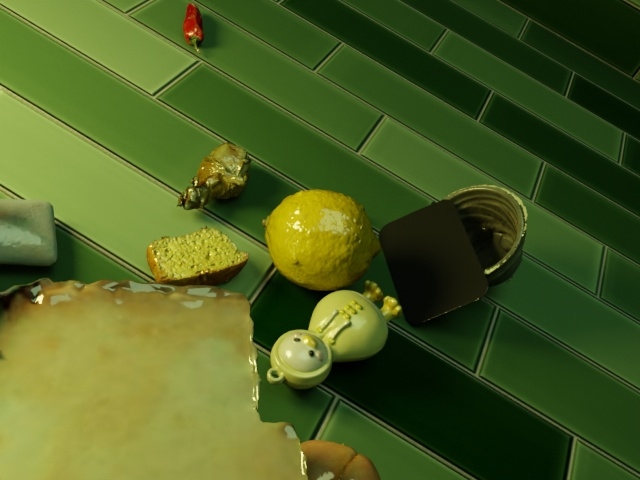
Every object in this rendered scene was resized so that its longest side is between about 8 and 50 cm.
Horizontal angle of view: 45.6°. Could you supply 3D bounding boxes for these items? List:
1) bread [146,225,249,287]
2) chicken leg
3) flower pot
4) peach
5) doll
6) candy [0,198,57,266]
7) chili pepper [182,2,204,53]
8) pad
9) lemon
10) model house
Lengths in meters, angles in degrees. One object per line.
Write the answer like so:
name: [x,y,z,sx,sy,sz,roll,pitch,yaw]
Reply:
bread: [-0.226,0.037,1.374,0.187,0.065,0.103,-20,59,-39]
chicken leg: [-0.205,-0.119,1.524,0.103,0.088,0.228,39,37,-8]
flower pot: [0.342,0.009,1.619,0.140,0.235,0.236,44,24,-45]
peach: [0.004,0.371,1.086,0.184,0.184,0.184,15,43,-15]
doll: [0.021,0.170,1.335,0.141,0.117,0.296,42,43,20]
candy: [-0.528,-0.017,1.255,0.174,0.071,0.138,2,48,-27]
chili pepper: [-0.318,-0.534,1.896,0.050,0.059,0.191,0,51,-18]
pad: [0.226,0.038,1.569,0.004,0.181,0.267,51,19,-47]
lemon: [0.000,0.000,1.437,0.231,0.192,0.192,13,42,2]
model house: [-0.237,0.331,0.870,0.394,0.400,0.445,0,40,-12]
